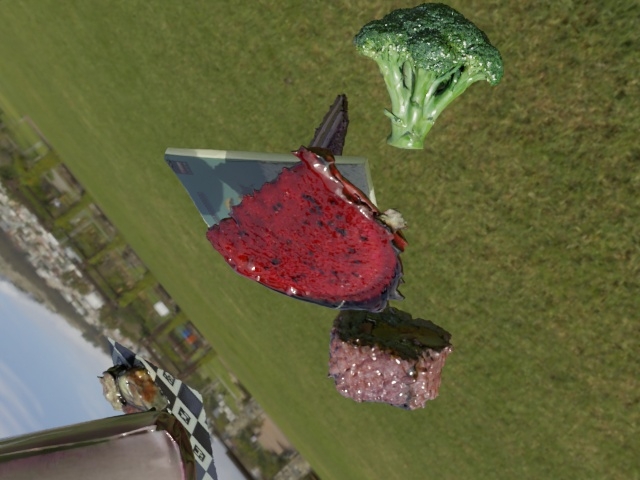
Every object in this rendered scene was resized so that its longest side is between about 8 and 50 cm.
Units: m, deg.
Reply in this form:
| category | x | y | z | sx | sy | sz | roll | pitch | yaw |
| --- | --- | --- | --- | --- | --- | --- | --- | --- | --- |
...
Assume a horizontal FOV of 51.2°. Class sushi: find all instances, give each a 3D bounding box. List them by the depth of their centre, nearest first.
| category | x | y | z | sx | sy | sz | roll | pitch | yaw |
| --- | --- | --- | --- | --- | --- | --- | --- | --- | --- |
| sushi | -0.315 | 0.356 | 1.252 | 0.294 | 0.059 | 0.291 | 20 | 126 | 35 |
| sushi | 0.151 | 0.254 | 1.477 | 0.270 | 0.236 | 0.170 | 14 | 113 | 15 |

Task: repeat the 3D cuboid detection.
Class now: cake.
| category | x | y | z | sx | sy | sz | roll | pitch | yaw |
| --- | --- | --- | --- | --- | --- | --- | --- | --- | --- |
| cake | 0.021 | -0.184 | 1.486 | 0.115 | 0.113 | 0.295 | -95 | 19 | -44 |

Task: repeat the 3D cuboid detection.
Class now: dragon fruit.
| category | x | y | z | sx | sy | sz | roll | pitch | yaw |
| --- | --- | --- | --- | --- | --- | --- | --- | --- | --- |
| dragon fruit | 0.000 | 0.000 | 1.011 | 0.282 | 0.100 | 0.344 | 46 | 141 | -13 |

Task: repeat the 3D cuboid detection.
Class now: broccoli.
| category | x | y | z | sx | sy | sz | roll | pitch | yaw |
| --- | --- | --- | --- | --- | --- | --- | --- | --- | --- |
| broccoli | 0.180 | -0.298 | 1.221 | 0.269 | 0.269 | 0.254 | 55 | -173 | -15 |

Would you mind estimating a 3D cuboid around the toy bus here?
| category | x | y | z | sx | sy | sz | roll | pitch | yaw |
| --- | --- | --- | --- | --- | --- | --- | --- | --- | --- |
| toy bus | -0.325 | 0.305 | 0.770 | 0.162 | 0.387 | 0.171 | 154 | 108 | -64 |

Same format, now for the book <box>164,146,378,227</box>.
| category | x | y | z | sx | sy | sz | roll | pitch | yaw |
| --- | --- | --- | --- | --- | --- | --- | --- | --- | --- |
| book | -0.079 | -0.085 | 1.273 | 0.380 | 0.031 | 0.264 | 4 | 150 | 16 |
